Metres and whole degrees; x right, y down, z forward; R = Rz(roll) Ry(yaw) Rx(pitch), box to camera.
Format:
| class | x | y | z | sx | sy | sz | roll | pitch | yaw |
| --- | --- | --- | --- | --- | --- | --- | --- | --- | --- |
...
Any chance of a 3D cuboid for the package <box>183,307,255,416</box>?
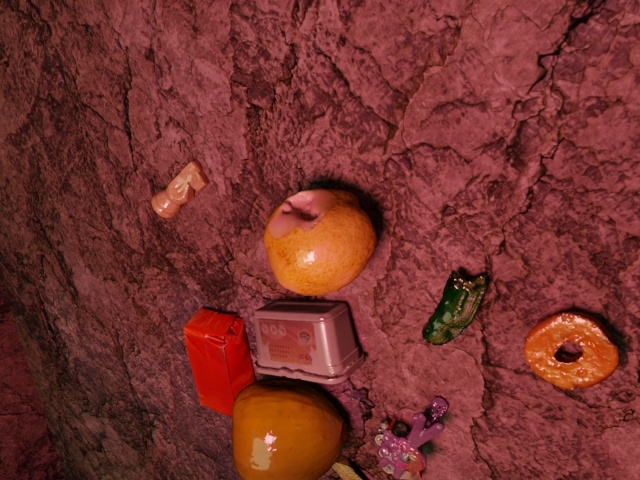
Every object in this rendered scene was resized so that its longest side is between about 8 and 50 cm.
| class | x | y | z | sx | sy | sz | roll | pitch | yaw |
| --- | --- | --- | --- | --- | --- | --- | --- | --- | --- |
| package | -0.332 | 0.439 | 1.608 | 0.196 | 0.123 | 0.423 | 7 | 113 | 33 |

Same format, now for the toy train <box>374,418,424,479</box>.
| class | x | y | z | sx | sy | sz | roll | pitch | yaw |
| --- | --- | --- | --- | --- | --- | --- | --- | --- | --- |
| toy train | 0.227 | 0.598 | 1.354 | 0.118 | 0.074 | 0.175 | -8 | 102 | 25 |

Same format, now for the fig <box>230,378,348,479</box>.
| class | x | y | z | sx | sy | sz | roll | pitch | yaw |
| --- | --- | --- | --- | --- | --- | --- | --- | --- | --- |
| fig | -0.096 | 0.572 | 1.403 | 0.343 | 0.343 | 0.343 | 14 | 118 | 28 |

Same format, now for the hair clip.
| class | x | y | z | sx | sy | sz | roll | pitch | yaw |
| --- | --- | --- | --- | --- | --- | --- | --- | --- | --- |
| hair clip | 0.237 | 0.532 | 1.253 | 0.137 | 0.090 | 0.278 | 33 | 109 | 12 |

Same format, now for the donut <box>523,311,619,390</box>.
| class | x | y | z | sx | sy | sz | roll | pitch | yaw |
| --- | --- | --- | --- | --- | --- | --- | --- | --- | --- |
| donut | 0.526 | 0.225 | 0.994 | 0.178 | 0.065 | 0.162 | -38 | 83 | 39 |

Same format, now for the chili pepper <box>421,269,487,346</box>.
| class | x | y | z | sx | sy | sz | roll | pitch | yaw |
| --- | --- | --- | --- | --- | --- | --- | --- | --- | --- |
| chili pepper | 0.314 | 0.157 | 1.101 | 0.098 | 0.061 | 0.224 | 24 | 120 | 6 |

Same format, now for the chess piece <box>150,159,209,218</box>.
| class | x | y | z | sx | sy | sz | roll | pitch | yaw |
| --- | --- | --- | --- | --- | --- | --- | --- | --- | --- |
| chess piece | -0.423 | -0.156 | 1.433 | 0.200 | 0.090 | 0.090 | -36 | 89 | 27 |

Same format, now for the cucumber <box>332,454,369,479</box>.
| class | x | y | z | sx | sy | sz | roll | pitch | yaw |
| --- | --- | --- | --- | --- | --- | --- | --- | --- | --- |
| cucumber | 0.108 | 0.758 | 1.517 | 0.220 | 0.046 | 0.070 | 44 | 125 | 7 |

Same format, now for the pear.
| class | x | y | z | sx | sy | sz | roll | pitch | yaw |
| --- | --- | --- | --- | --- | --- | --- | --- | --- | --- |
| pear | 0.000 | 0.000 | 1.121 | 0.271 | 0.271 | 0.271 | 14 | 118 | 28 |

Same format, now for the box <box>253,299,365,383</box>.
| class | x | y | z | sx | sy | sz | roll | pitch | yaw |
| --- | --- | --- | --- | --- | --- | --- | --- | --- | --- |
| box | -0.047 | 0.271 | 1.329 | 0.312 | 0.175 | 0.182 | -4 | 99 | 34 |
